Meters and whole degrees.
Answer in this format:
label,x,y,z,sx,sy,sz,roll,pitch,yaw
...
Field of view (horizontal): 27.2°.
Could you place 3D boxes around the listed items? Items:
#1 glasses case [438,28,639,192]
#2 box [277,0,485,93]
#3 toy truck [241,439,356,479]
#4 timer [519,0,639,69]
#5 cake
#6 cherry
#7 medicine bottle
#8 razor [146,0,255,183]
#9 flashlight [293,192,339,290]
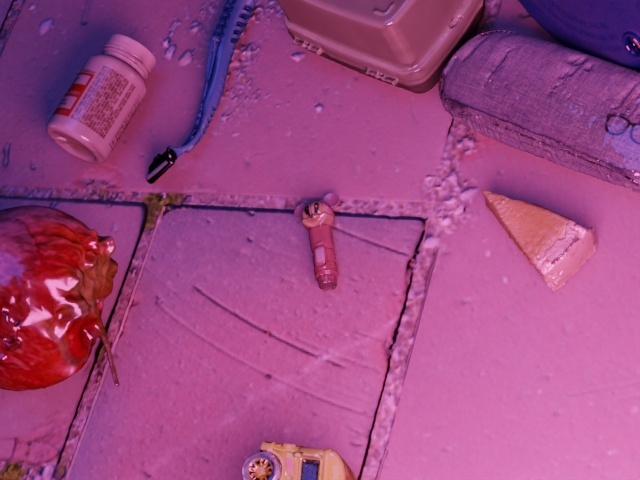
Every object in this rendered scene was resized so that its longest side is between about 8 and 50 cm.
label,x,y,z,sx,sy,sz,roll,pitch,yaw
glasses case,0.240,-0.127,1.278,0.282,0.067,0.109,28,74,34
box,0.055,-0.258,1.406,0.210,0.129,0.148,28,77,35
toy truck,-0.010,0.273,1.147,0.116,0.085,0.191,-1,64,15
timer,0.370,-0.372,1.276,0.383,0.270,0.270,-37,51,-16
cake,0.190,-0.007,1.238,0.121,0.052,0.065,29,79,35
cherry,-0.325,0.062,1.378,0.249,0.175,0.192,-7,85,38
medicine bottle,-0.250,-0.165,1.530,0.079,0.079,0.140,17,70,33
razor,-0.129,-0.177,1.505,0.082,0.042,0.253,-32,35,61
flashlight,0.000,0.000,1.339,0.052,0.031,0.110,-18,55,15
